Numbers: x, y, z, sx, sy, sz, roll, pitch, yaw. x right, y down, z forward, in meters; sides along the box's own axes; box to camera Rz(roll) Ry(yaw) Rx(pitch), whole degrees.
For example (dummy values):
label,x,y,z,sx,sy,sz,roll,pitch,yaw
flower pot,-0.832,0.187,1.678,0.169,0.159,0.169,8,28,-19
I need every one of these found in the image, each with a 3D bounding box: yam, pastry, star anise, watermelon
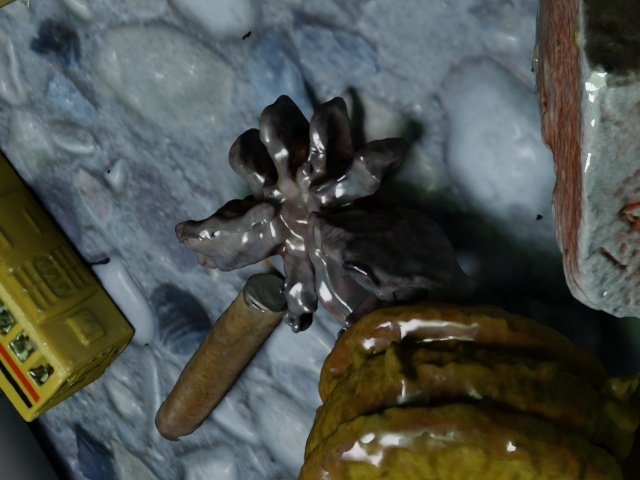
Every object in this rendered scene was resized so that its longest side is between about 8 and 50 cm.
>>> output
label,x,y,z,sx,sy,sz,roll,pitch,yaw
yam,-0.090,0.108,1.259,0.046,0.046,0.264,49,142,9
pastry,0.102,0.156,0.966,0.235,0.132,0.240,15,144,5
star anise,0.004,0.002,1.036,0.257,0.110,0.198,38,136,27
watermelon,0.169,-0.068,0.726,0.261,0.201,0.213,39,154,32

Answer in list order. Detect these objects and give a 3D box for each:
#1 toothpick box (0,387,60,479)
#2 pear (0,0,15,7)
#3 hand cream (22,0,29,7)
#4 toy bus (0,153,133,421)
label,x,y,z,sx,sy,sz,roll,pitch,yaw
toothpick box,-0.366,0.324,1.592,0.229,0.229,0.316,-20,102,51
pear,-0.288,-0.256,1.136,0.167,0.136,0.167,24,127,36
hand cream,-0.196,-0.317,0.951,0.111,0.070,0.312,44,135,37
toy bus,-0.327,0.003,1.379,0.335,0.121,0.123,53,133,4
